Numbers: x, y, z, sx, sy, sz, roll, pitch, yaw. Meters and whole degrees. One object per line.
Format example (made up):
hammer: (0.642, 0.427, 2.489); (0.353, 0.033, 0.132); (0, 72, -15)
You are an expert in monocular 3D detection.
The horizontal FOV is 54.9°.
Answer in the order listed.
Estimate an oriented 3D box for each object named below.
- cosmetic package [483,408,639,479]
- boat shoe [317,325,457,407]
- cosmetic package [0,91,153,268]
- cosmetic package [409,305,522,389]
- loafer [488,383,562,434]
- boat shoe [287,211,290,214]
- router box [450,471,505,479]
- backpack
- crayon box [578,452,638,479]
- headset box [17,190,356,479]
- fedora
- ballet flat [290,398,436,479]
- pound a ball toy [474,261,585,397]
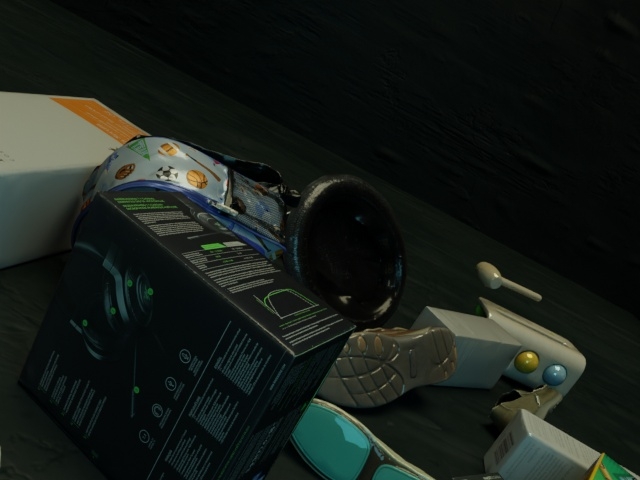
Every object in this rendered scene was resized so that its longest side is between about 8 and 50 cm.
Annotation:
cosmetic package: (0.391, 0.383, 0.975); (0.231, 0.117, 0.085); (31, 18, 1)
boat shoe: (0.088, 0.205, 1.032); (0.324, 0.123, 0.116); (4, -5, -37)
cosmetic package: (-0.437, -0.110, 0.958); (0.230, 0.162, 0.453); (32, 18, 9)
cosmetic package: (0.284, 0.221, 1.245); (0.238, 0.127, 0.107); (16, 21, -43)
loafer: (0.398, 0.320, 1.198); (0.087, 0.094, 0.251); (42, 21, 24)
boat shoe: (0.000, 0.000, 1.450); (0.094, 0.109, 0.302); (42, 18, 31)
router box: (0.241, 0.379, 0.871); (0.122, 0.038, 0.092); (14, 22, -41)
backpack: (-0.207, -0.007, 0.867); (0.263, 0.276, 0.213); (34, 31, -27)
crayon box: (0.314, 0.385, 0.755); (0.081, 0.165, 0.278); (38, 19, 26)
headset box: (-0.153, 0.113, 0.639); (0.283, 0.246, 0.131); (35, 18, 20)
fedora: (0.020, 0.034, 1.213); (0.334, 0.334, 0.152); (15, -11, -40)
ballet flat: (0.062, 0.291, 0.793); (0.248, 0.086, 0.086); (35, 18, 12)
pound a ball toy: (0.458, 0.214, 1.406); (0.319, 0.208, 0.136); (26, 17, -13)
